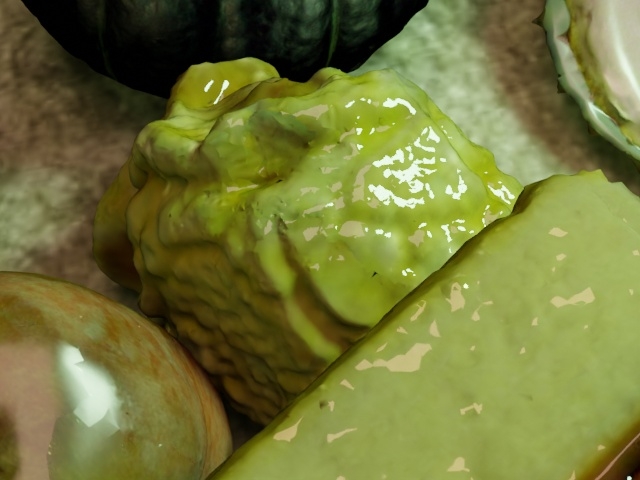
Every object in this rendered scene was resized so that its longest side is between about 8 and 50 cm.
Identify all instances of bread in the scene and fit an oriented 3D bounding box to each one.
[{"bbox_3d":[0.057,0.170,0.835,0.323,0.333,0.143,-42,62,-17],"label":"bread"}]

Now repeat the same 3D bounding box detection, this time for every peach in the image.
[{"bbox_3d":[-0.170,0.106,0.962,0.235,0.214,0.214,30,66,27],"label":"peach"}]

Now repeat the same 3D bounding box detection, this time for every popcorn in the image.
[{"bbox_3d":[0.000,0.000,0.999,0.286,0.225,0.174,34,64,20],"label":"popcorn"}]

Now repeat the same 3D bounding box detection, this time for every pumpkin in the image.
[{"bbox_3d":[-0.051,-0.236,1.109,0.296,0.296,0.296,-2,60,3],"label":"pumpkin"}]

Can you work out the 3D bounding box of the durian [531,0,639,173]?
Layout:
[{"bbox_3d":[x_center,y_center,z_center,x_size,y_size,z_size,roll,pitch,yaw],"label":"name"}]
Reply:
[{"bbox_3d":[0.246,-0.124,1.103,0.305,0.185,0.195,22,83,21],"label":"durian"}]
